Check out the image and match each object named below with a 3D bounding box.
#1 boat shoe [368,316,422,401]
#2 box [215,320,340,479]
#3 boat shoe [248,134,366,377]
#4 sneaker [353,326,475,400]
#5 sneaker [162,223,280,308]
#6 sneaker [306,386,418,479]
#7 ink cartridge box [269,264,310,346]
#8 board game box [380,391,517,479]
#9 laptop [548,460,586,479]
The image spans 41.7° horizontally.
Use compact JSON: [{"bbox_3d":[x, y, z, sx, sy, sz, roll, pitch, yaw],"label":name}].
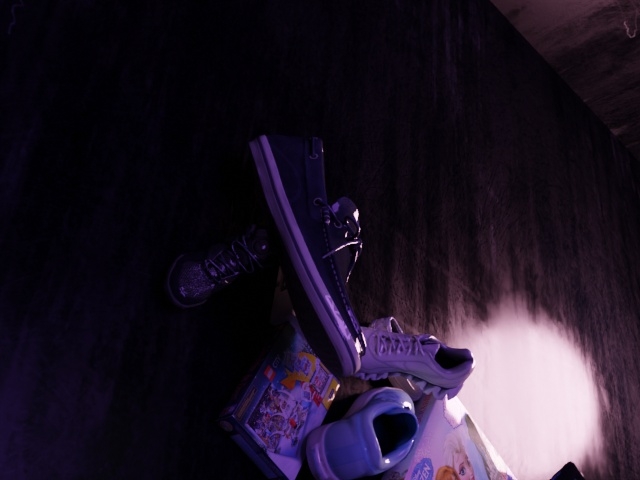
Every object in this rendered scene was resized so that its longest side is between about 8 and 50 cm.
[{"bbox_3d":[0.165,0.236,1.691,0.066,0.063,0.184,-23,88,-53],"label":"boat shoe"},{"bbox_3d":[-0.065,0.270,1.411,0.159,0.044,0.233,52,39,-17],"label":"box"},{"bbox_3d":[0.000,0.000,1.440,0.186,0.156,0.500,89,-14,-52],"label":"boat shoe"},{"bbox_3d":[0.154,0.212,1.589,0.292,0.118,0.110,15,55,-12],"label":"sneaker"},{"bbox_3d":[-0.154,0.034,1.374,0.227,0.130,0.087,-27,89,-51],"label":"sneaker"},{"bbox_3d":[0.121,0.338,1.481,0.366,0.150,0.135,-17,90,-63],"label":"sneaker"},{"bbox_3d":[-0.025,0.091,1.549,0.104,0.060,0.180,36,46,-31],"label":"ink cartridge box"},{"bbox_3d":[0.262,0.497,1.654,0.318,0.066,0.318,53,38,-15],"label":"board game box"},{"bbox_3d":[0.490,0.618,1.741,0.136,0.264,0.234,46,-1,36],"label":"laptop"}]
